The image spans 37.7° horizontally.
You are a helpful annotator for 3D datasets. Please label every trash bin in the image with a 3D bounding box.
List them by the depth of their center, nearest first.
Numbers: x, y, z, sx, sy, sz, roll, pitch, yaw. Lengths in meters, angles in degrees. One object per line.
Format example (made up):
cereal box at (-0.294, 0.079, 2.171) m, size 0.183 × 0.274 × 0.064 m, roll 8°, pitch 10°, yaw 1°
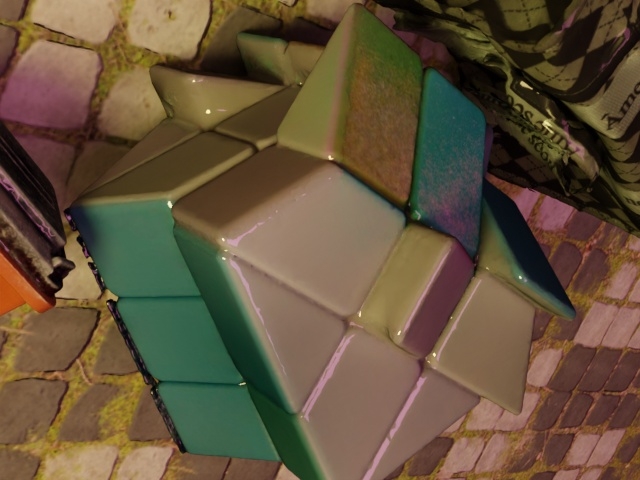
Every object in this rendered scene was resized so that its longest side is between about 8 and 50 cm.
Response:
trash bin at (-0.323, 0.001, 0.697) m, size 0.239 × 0.184 × 0.161 m, roll -31°, pitch 127°, yaw 0°

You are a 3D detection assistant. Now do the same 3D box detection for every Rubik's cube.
Rubik's cube at (0.000, 0.000, 0.822) m, size 0.368 × 0.358 × 0.387 m, roll -32°, pitch 122°, yaw -23°

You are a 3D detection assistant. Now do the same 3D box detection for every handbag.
handbag at (0.207, -0.174, 0.905) m, size 0.416 × 0.317 × 0.180 m, roll 35°, pitch 87°, yaw -49°
